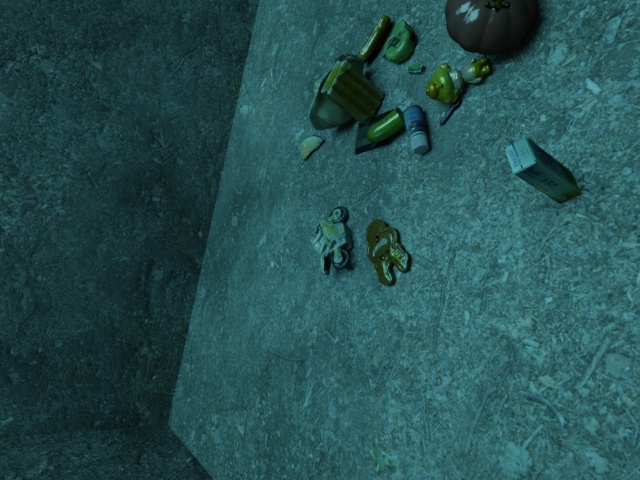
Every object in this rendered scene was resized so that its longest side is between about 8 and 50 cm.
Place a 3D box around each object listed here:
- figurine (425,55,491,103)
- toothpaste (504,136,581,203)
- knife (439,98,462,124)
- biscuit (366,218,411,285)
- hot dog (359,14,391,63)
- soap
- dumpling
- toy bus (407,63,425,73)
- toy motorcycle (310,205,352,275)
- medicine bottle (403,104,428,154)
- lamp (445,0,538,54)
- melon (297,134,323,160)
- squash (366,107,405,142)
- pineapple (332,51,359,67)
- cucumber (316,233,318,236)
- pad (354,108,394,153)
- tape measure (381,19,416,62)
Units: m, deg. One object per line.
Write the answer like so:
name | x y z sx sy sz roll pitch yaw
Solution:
figurine | 0.518 -0.616 1.540 0.246 0.131 0.157 -14 98 33
toothpaste | 0.619 -0.187 1.108 0.071 0.312 0.089 -31 56 41
knife | 0.511 -0.504 1.586 0.121 0.018 0.031 -57 40 24
biscuit | 0.267 0.037 1.685 0.186 0.044 0.295 -48 46 27
hot dog | 0.270 -0.986 1.999 0.249 0.076 0.102 -55 6 21
soap | 0.152 -0.678 1.861 0.089 0.274 0.174 35 97 53
dumpling | 0.080 -0.722 1.959 0.233 0.315 0.395 43 98 14
toy bus | 0.421 -0.754 1.770 0.083 0.031 0.037 31 109 51
toy motorcycle | 0.044 0.003 1.907 0.222 0.107 0.341 -23 52 28
medicine bottle | 0.395 -0.454 1.658 0.083 0.083 0.203 -26 60 43
lamp | 0.588 -0.788 1.411 0.305 0.240 0.306 -2 74 7
melon | -0.052 -0.539 2.263 0.182 0.054 0.098 -37 58 39
squash | 0.285 -0.491 1.773 0.188 0.095 0.095 -32 54 29
pineapple | 0.123 -0.908 2.100 0.162 0.136 0.176 -60 40 17
cucumber | 0.000 0.000 2.020 0.048 0.048 0.105 -19 61 46
pad | 0.250 -0.513 1.905 0.233 0.022 0.175 -4 75 51
tape measure | 0.361 -0.898 1.847 0.177 0.087 0.154 -53 44 29
